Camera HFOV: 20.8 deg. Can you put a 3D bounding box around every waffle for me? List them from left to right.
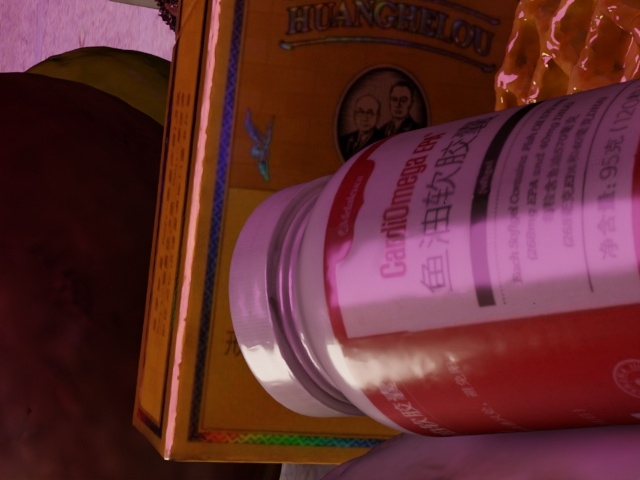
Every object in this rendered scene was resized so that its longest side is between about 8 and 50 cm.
[{"bbox_3d":[0.132,-0.048,0.809,0.160,0.055,0.210,-118,37,-57],"label":"waffle"}]

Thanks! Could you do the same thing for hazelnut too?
[{"bbox_3d":[-0.186,0.100,1.141,0.421,0.353,0.420,16,113,43],"label":"hazelnut"}]

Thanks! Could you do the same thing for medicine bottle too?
[{"bbox_3d":[0.085,0.011,0.694,0.250,0.131,0.131,-10,75,43],"label":"medicine bottle"}]

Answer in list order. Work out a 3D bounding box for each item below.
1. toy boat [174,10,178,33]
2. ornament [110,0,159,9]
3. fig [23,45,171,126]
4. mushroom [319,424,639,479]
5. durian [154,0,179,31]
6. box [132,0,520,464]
[{"bbox_3d":[-0.061,-0.164,1.348,0.215,0.088,0.102,153,116,-67],"label":"toy boat"},{"bbox_3d":[-0.142,-0.327,1.559,0.285,0.130,0.120,125,158,-56],"label":"ornament"},{"bbox_3d":[-0.144,-0.068,1.383,0.314,0.233,0.233,-38,50,54],"label":"fig"},{"bbox_3d":[0.095,0.166,0.696,0.267,0.189,0.164,-14,102,42],"label":"mushroom"},{"bbox_3d":[-0.107,-0.219,1.531,0.091,0.080,0.080,-34,-39,-60],"label":"durian"},{"bbox_3d":[0.015,-0.033,0.935,0.084,0.193,0.301,-157,73,-68],"label":"box"}]
